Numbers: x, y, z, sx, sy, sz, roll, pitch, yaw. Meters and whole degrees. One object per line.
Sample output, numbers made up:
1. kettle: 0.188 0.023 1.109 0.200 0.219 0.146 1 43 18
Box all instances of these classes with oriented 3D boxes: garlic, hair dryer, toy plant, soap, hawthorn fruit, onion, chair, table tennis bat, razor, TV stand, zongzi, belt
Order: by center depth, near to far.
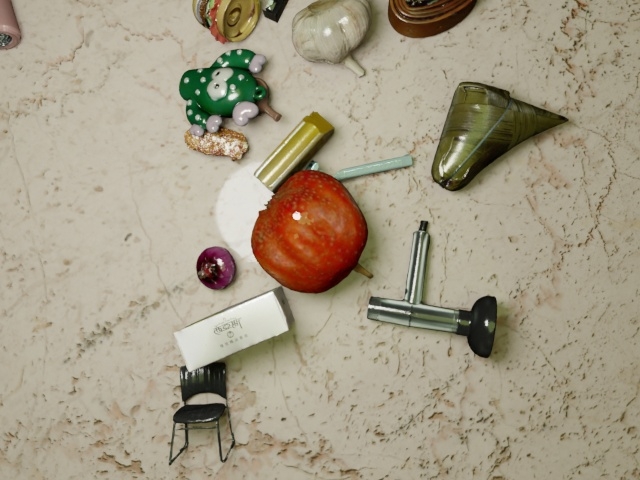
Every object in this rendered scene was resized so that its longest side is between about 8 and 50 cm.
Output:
1. hair dryer: -0.886 -0.623 1.285 0.125 0.352 0.210 -18 89 2
2. hawthorn fruit: 0.000 0.000 1.304 0.330 0.287 0.287 36 90 -12
3. hair dryer: 0.302 0.113 1.338 0.320 0.155 0.284 17 99 10
4. chair: -0.302 0.431 1.344 0.140 0.145 0.221 -3 87 1
5. zongzi: 0.454 -0.239 1.350 0.299 0.138 0.286 16 91 0
6. soap: -0.065 -0.225 1.359 0.073 0.140 0.232 43 90 -1
7. toy plant: -0.247 -0.383 1.365 0.243 0.112 0.233 -13 68 13
8. garlic: 0.045 -0.512 1.366 0.218 0.218 0.212 -32 126 0
9. onion: -0.275 0.072 1.375 0.115 0.104 0.115 10 109 32
10. belt: 0.297 -0.645 1.379 0.261 0.105 0.184 -23 86 1
11. razor: 0.103 -0.188 1.388 0.277 0.111 0.056 -5 100 -7
12. TV stand: -0.079 -0.712 1.419 0.040 0.049 0.257 26 89 3
13. table tennis bat: -0.133 -0.355 1.430 0.170 0.119 0.107 43 109 30

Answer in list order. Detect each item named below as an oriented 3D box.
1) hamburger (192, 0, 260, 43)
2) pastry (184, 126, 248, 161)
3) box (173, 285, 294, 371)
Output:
1. hamburger: -0.252 -0.604 1.366 0.137 0.175 0.175 34 89 14
2. pastry: -0.271 -0.259 1.407 0.169 0.063 0.087 15 87 -2
3. box: -0.205 0.214 1.322 0.260 0.194 0.111 -25 88 0
